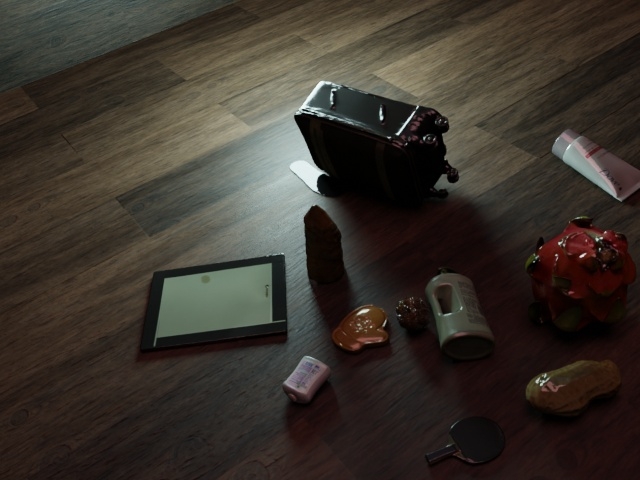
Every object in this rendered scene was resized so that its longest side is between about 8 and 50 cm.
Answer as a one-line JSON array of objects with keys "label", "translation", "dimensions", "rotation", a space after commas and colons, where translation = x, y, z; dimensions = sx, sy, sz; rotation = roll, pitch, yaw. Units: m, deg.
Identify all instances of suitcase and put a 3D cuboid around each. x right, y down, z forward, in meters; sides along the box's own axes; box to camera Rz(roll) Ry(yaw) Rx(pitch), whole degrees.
[{"label": "suitcase", "translation": [0.142, -0.256, 1.768], "dimensions": [0.433, 0.283, 0.194], "rotation": [25, 69, 30]}]

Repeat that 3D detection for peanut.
[{"label": "peanut", "translation": [0.487, 0.280, 1.246], "dimensions": [0.194, 0.083, 0.093], "rotation": [-13, 42, -5]}]

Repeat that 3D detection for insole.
[{"label": "insole", "translation": [-0.014, -0.180, 1.911], "dimensions": [0.080, 0.003, 0.232], "rotation": [-31, 46, -23]}]

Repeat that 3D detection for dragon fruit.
[{"label": "dragon fruit", "translation": [0.542, 0.075, 1.370], "dimensions": [0.223, 0.227, 0.224], "rotation": [-11, 42, 10]}]

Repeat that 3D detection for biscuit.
[{"label": "biscuit", "translation": [0.100, 0.198, 1.454], "dimensions": [0.118, 0.023, 0.140], "rotation": [21, 49, 31]}]

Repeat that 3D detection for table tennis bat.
[{"label": "table tennis bat", "translation": [0.270, 0.382, 1.226], "dimensions": [0.157, 0.014, 0.095], "rotation": [-18, 43, -12]}]

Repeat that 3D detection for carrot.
[{"label": "carrot", "translation": [0.000, 0.000, 1.521], "dimensions": [0.101, 0.263, 0.102], "rotation": [-4, 53, 6]}]

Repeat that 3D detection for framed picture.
[{"label": "framed picture", "translation": [-0.252, 0.145, 1.584], "dimensions": [0.346, 0.016, 0.265], "rotation": [-9, 41, 2]}]

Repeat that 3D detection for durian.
[{"label": "durian", "translation": [0.201, 0.159, 1.432], "dimensions": [0.080, 0.091, 0.080], "rotation": [-10, 60, 18]}]

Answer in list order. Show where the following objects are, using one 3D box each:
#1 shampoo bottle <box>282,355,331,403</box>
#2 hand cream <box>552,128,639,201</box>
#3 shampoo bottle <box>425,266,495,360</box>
[{"label": "shampoo bottle", "translation": [-0.032, 0.293, 1.357], "dimensions": [0.072, 0.043, 0.099], "rotation": [19, 50, 29]}, {"label": "hand cream", "translation": [0.740, -0.201, 1.750], "dimensions": [0.133, 0.083, 0.248], "rotation": [-34, 57, -22]}, {"label": "shampoo bottle", "translation": [0.294, 0.145, 1.427], "dimensions": [0.118, 0.087, 0.234], "rotation": [4, 40, -10]}]
